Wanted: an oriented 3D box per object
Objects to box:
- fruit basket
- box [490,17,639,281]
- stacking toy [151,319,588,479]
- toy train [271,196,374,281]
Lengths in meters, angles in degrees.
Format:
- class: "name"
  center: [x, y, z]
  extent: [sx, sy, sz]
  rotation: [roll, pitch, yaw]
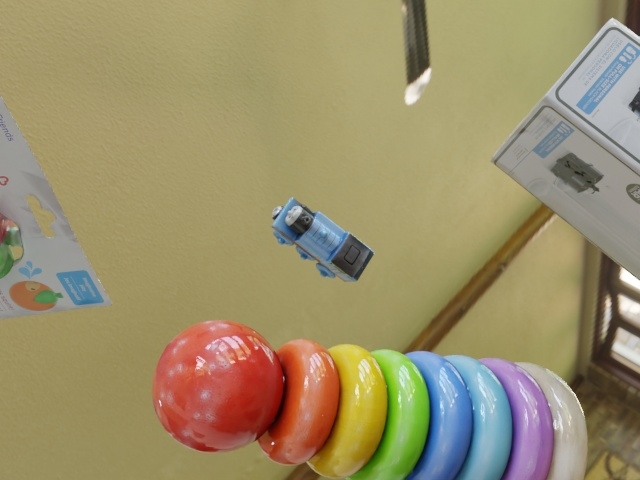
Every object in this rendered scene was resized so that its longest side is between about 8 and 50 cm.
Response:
- class: "fruit basket"
  center: [-0.454, -0.002, 0.731]
  extent: [0.165, 0.353, 0.327]
  rotation: [-86, -10, -46]
- class: "box"
  center: [0.300, -0.031, 0.563]
  extent: [0.087, 0.290, 0.169]
  rotation: [-49, -5, -9]
- class: "stacking toy"
  center: [0.037, 0.128, 0.508]
  extent: [0.330, 0.141, 0.141]
  rotation: [19, -77, -24]
- class: "toy train"
  center: [0.000, 0.000, 1.150]
  extent: [0.184, 0.105, 0.080]
  rotation: [38, -108, -16]
